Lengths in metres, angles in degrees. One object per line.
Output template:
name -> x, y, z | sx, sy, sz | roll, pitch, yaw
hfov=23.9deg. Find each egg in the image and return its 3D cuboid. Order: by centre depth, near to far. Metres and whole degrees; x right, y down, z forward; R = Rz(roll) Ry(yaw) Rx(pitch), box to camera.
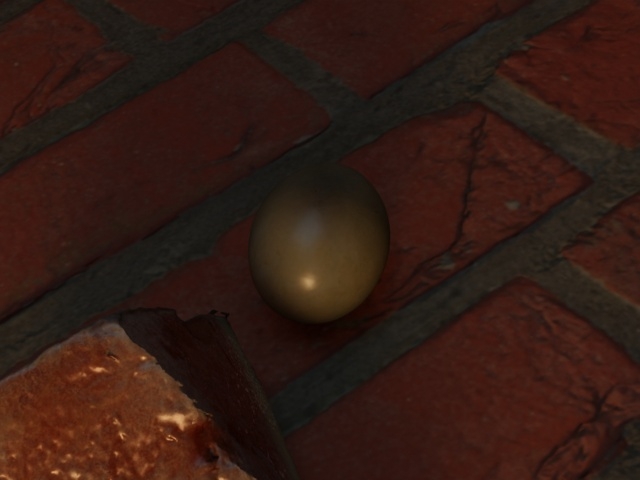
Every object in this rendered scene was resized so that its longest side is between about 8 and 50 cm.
egg -> 0.000, 0.000, 1.235 | 0.114, 0.114, 0.152 | 3, 42, 19

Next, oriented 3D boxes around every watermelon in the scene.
watermelon -> -0.127, 0.153, 1.045 | 0.213, 0.201, 0.261 | -31, 48, -4
